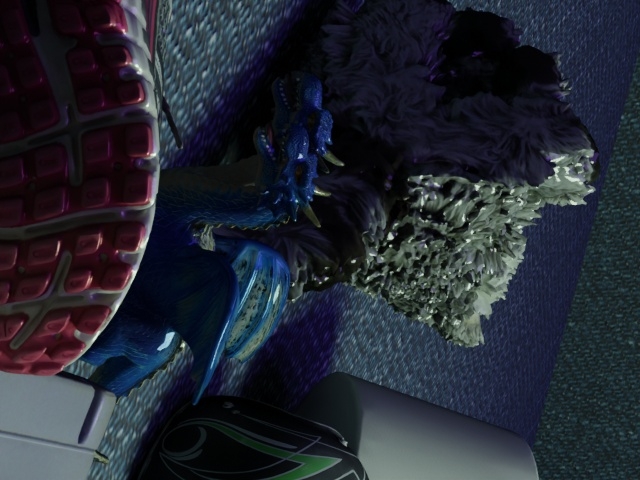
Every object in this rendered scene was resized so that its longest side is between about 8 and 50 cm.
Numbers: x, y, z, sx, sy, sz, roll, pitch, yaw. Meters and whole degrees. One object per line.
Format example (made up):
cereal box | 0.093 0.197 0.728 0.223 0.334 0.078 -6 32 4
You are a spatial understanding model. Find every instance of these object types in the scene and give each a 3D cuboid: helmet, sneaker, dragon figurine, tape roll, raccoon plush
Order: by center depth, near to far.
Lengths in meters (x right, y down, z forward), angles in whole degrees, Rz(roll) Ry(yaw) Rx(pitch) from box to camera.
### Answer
sneaker | -0.105 -0.088 0.772 0.112 0.121 0.299 -13 113 -78
dragon figurine | -0.074 0.035 1.022 0.085 0.144 0.289 -37 144 -63
helmet | -0.044 0.203 1.298 0.169 0.161 0.169 19 90 -75
raccoon plush | 0.000 0.000 1.330 0.446 0.216 0.299 -20 150 -33
tape roll | 0.053 0.250 1.499 0.246 0.169 0.246 -160 -90 -74

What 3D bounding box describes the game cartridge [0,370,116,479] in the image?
game cartridge | -0.214 0.152 0.845 0.230 0.068 0.355 -65 164 -5
